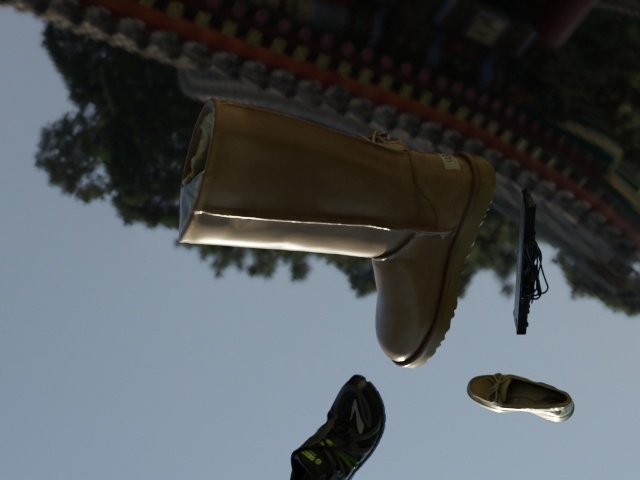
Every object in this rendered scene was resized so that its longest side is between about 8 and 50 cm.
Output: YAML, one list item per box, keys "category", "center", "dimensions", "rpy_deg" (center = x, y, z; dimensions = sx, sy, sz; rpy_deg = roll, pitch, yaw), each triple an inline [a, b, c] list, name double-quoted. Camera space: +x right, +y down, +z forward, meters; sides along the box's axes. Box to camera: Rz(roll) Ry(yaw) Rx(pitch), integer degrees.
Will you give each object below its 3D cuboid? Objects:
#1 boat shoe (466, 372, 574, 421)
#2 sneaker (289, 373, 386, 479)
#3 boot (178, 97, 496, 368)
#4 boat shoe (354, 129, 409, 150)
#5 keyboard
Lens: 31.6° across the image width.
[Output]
- category: "boat shoe"
  center: [0.277, 0.214, 1.582]
  dimensions: [0.153, 0.048, 0.056]
  rpy_deg: [14, -115, 25]
- category: "sneaker"
  center: [0.014, 0.242, 1.289]
  dimensions: [0.067, 0.188, 0.078]
  rpy_deg: [32, -170, 27]
- category: "boot"
  center: [0.000, 0.000, 1.025]
  dimensions: [0.270, 0.236, 0.089]
  rpy_deg: [7, -158, -23]
- category: "boat shoe"
  center: [0.069, -0.097, 1.513]
  dimensions: [0.341, 0.110, 0.121]
  rpy_deg: [20, -156, -34]
- category: "keyboard"
  center: [0.275, 0.036, 1.466]
  dimensions: [0.038, 0.192, 0.100]
  rpy_deg: [1, -154, 5]
